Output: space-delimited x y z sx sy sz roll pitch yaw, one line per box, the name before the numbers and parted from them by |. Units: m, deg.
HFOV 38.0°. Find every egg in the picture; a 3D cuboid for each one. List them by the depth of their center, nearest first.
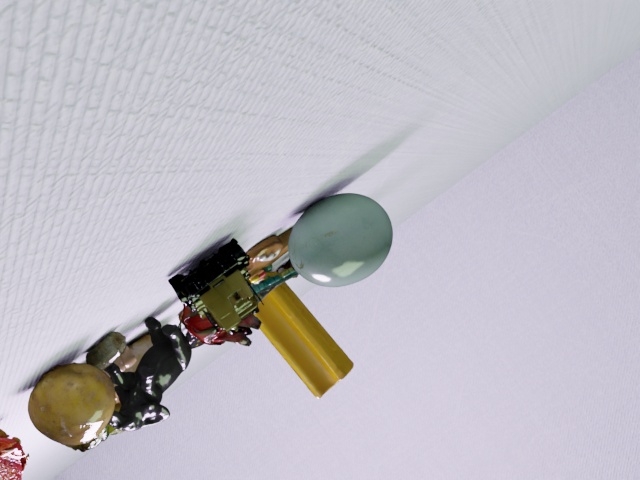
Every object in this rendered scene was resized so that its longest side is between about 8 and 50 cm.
egg | 0.038 0.000 1.724 0.231 0.168 0.168 -26 169 -46

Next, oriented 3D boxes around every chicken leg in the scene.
chicken leg | -0.088 0.082 2.390 0.062 0.037 0.145 -13 173 -2

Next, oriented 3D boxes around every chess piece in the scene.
chess piece | -0.403 0.242 1.720 0.122 0.066 0.066 -39 177 -28

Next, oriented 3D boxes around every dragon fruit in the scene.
dragon fruit | -0.609 0.420 1.663 0.207 0.150 0.133 -31 148 28
dragon fruit | -0.187 0.133 1.716 0.142 0.130 0.121 -26 -140 40

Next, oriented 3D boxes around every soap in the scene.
soap | -0.061 0.217 2.235 0.096 0.324 0.204 -40 176 6

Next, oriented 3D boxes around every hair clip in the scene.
hair clip | -0.104 0.090 1.821 0.173 0.049 0.049 -33 174 -39

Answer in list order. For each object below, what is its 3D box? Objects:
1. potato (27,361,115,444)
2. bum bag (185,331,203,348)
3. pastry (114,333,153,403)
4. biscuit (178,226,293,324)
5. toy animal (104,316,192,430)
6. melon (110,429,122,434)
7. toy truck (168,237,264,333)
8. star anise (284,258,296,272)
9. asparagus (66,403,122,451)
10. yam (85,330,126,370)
potato | -0.411 0.270 1.538 0.137 0.137 0.176 -32 171 -31
bum bag | -0.258 0.206 2.279 0.106 0.060 0.232 -40 173 35
pastry | -0.369 0.260 1.892 0.182 0.093 0.192 -31 174 -15
biscuit | -0.164 0.084 1.878 0.339 0.047 0.216 -39 173 29
toy animal | -0.313 0.254 1.686 0.245 0.114 0.146 -44 151 -23
melon | -0.513 0.407 2.233 0.202 0.139 0.093 -41 -165 28
toy truck | -0.160 0.088 1.534 0.127 0.127 0.257 -36 178 -9
star anise | -0.022 0.032 2.244 0.168 0.057 0.168 -35 173 -5
asparagus | -0.429 0.335 2.045 0.382 0.128 0.108 -29 130 -61
yam | -0.366 0.192 1.580 0.094 0.043 0.043 -37 175 33
